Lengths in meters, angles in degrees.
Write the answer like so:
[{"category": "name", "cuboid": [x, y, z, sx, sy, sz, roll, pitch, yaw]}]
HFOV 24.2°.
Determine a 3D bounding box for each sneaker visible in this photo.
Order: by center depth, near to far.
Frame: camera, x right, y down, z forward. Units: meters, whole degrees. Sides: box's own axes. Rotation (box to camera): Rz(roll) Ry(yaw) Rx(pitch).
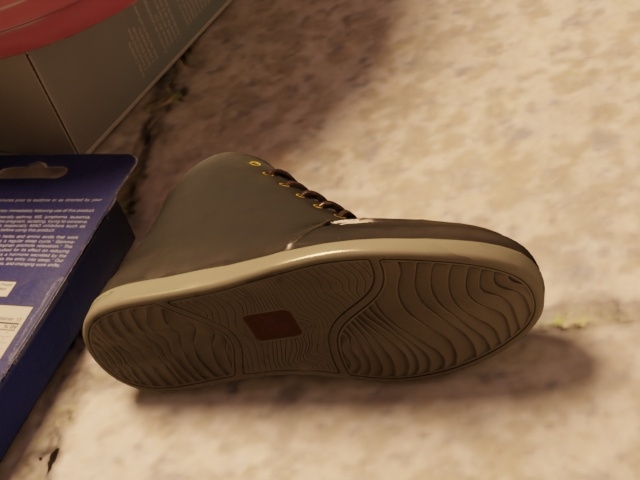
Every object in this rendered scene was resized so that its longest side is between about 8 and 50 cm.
[{"category": "sneaker", "cuboid": [0.000, 0.000, 0.709, 0.222, 0.083, 0.118, -5, 41, 21]}]

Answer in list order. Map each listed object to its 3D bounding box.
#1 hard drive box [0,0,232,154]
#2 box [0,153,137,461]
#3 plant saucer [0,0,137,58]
[{"category": "hard drive box", "cuboid": [-0.169, -0.166, 0.977, 0.181, 0.089, 0.232, 11, 49, 35]}, {"category": "box", "cuboid": [-0.189, 0.037, 0.791, 0.136, 0.036, 0.225, 1, 44, 26]}, {"category": "plant saucer", "cuboid": [-0.184, -0.210, 0.898, 0.332, 0.084, 0.332, -13, 39, 10]}]
